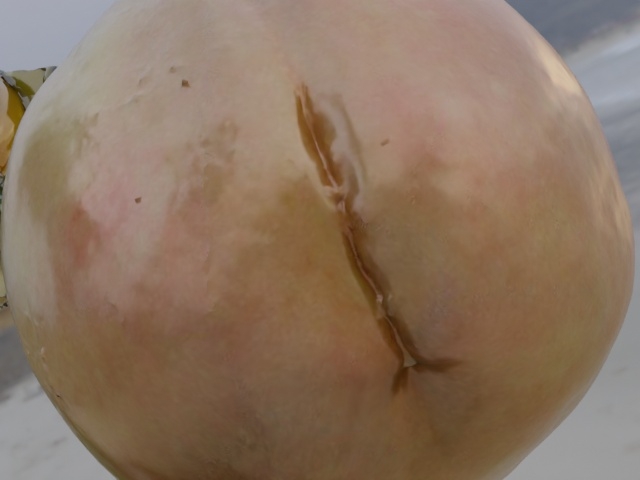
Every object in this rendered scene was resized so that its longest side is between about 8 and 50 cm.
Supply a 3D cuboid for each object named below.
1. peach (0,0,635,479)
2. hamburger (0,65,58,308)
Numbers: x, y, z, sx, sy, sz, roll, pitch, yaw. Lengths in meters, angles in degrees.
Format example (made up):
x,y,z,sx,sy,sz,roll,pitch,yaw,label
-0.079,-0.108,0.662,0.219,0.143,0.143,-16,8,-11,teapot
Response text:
x,y,z,sx,sy,sz,roll,pitch,yaw,label
0.000,0.000,0.434,0.184,0.184,0.184,-24,2,1,peach
-0.205,-0.021,0.782,0.190,0.093,0.164,19,58,37,hamburger
